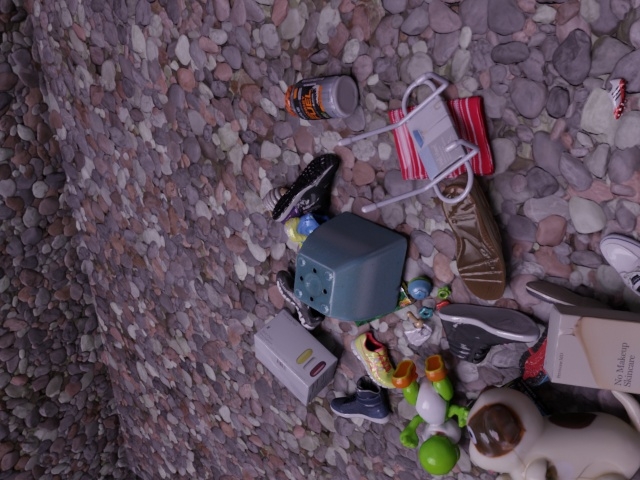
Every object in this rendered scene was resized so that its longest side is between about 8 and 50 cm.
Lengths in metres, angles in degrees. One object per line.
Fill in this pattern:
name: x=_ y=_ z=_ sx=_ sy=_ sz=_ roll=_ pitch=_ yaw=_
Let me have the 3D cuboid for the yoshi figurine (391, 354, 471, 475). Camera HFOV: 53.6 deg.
yoshi figurine: x=0.331 y=0.533 z=1.852 sx=0.204 sy=0.203 sz=0.362 roll=13 pitch=126 yaw=59

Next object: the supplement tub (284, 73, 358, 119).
supplement tub: x=0.000 y=-0.392 z=1.748 sx=0.190 sy=0.117 sz=0.117 roll=5 pitch=115 yaw=41

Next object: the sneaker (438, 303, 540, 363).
sneaker: x=0.458 y=0.264 z=1.700 sx=0.296 sy=0.105 sz=0.146 roll=7 pitch=119 yaw=46

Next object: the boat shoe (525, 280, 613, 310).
boat shoe: x=0.592 y=0.159 z=1.535 sx=0.206 sy=0.075 sz=0.065 roll=21 pitch=122 yaw=28

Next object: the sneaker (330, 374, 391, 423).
sneaker: x=0.120 y=0.524 z=2.144 sx=0.226 sy=0.086 sz=0.163 roll=0 pitch=123 yaw=32

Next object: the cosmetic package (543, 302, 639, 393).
cosmetic package: x=0.658 y=0.238 z=1.370 sx=0.310 sy=0.113 sz=0.160 roll=4 pitch=97 yaw=9

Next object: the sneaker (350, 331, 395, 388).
sneaker: x=0.186 y=0.381 z=2.022 sx=0.208 sy=0.081 sz=0.094 roll=47 pitch=133 yaw=14

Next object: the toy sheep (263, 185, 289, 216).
toy sheep: x=-0.141 y=-0.125 z=2.043 sx=0.132 sy=0.091 sz=0.091 roll=-32 pitch=89 yaw=31

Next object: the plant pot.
plant pot: x=0.062 y=0.091 z=1.825 sx=0.247 sy=0.252 sz=0.247 roll=27 pitch=122 yaw=37

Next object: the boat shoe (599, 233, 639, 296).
boat shoe: x=0.705 y=0.075 z=1.383 sx=0.226 sy=0.076 sz=0.083 roll=42 pitch=134 yaw=18

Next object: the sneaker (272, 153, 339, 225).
sneaker: x=-0.017 y=-0.143 z=1.932 sx=0.124 sy=0.107 sz=0.283 roll=29 pitch=124 yaw=-27

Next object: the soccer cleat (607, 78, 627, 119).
soccer cleat: x=0.610 y=-0.292 z=1.309 sx=0.036 sy=0.029 sz=0.083 roll=19 pitch=121 yaw=45

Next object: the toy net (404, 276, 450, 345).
toy net: x=0.308 y=0.212 z=1.847 sx=0.122 sy=0.045 sz=0.232 roll=4 pitch=125 yaw=4

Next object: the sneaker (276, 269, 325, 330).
sneaker: x=-0.059 y=0.191 z=2.150 sx=0.106 sy=0.078 sz=0.234 roll=-29 pitch=95 yaw=44

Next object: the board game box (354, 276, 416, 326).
board game box: x=0.169 y=0.174 z=1.964 sx=0.260 sy=0.030 sz=0.136 roll=-33 pitch=90 yaw=47

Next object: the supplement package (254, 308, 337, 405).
supplement package: x=-0.089 y=0.406 z=2.200 sx=0.262 sy=0.145 sz=0.204 roll=40 pitch=153 yaw=19

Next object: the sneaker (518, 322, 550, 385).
sneaker: x=0.598 y=0.258 z=1.553 sx=0.104 sy=0.125 sz=0.262 roll=66 pitch=146 yaw=27

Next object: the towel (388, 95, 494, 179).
towel: x=0.303 y=-0.252 z=1.609 sx=0.275 sy=0.031 sz=0.198 roll=0 pitch=111 yaw=43

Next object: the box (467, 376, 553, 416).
box: x=0.538 y=0.501 z=1.785 sx=0.175 sy=0.051 sz=0.220 roll=50 pitch=136 yaw=9

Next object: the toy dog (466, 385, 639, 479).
toy dog: x=0.556 y=0.514 z=1.548 sx=0.408 sy=0.284 sz=0.395 roll=21 pitch=108 yaw=6

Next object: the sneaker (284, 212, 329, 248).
sneaker: x=0.000 y=0.000 z=1.950 sx=0.126 sy=0.091 sz=0.240 roll=-31 pitch=134 yaw=18

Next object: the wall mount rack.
wall mount rack: x=0.211 y=-0.227 z=1.532 sx=0.304 sy=0.130 sz=0.350 roll=-38 pitch=58 yaw=37

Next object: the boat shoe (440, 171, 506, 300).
boat shoe: x=0.403 y=-0.007 z=1.596 sx=0.122 sy=0.110 sz=0.341 roll=-2 pitch=119 yaw=36
